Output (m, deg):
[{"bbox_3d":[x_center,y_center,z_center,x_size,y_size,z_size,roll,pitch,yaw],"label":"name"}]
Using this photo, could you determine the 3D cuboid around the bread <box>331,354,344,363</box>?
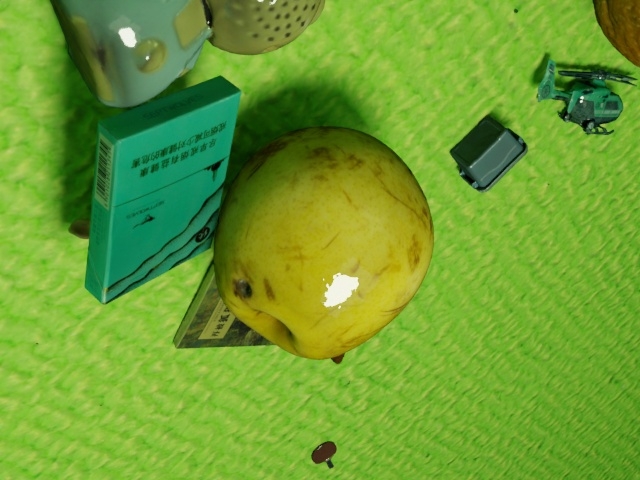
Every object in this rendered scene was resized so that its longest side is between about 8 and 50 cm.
[{"bbox_3d":[0.016,0.147,1.493,0.062,0.043,0.109,-8,132,-36],"label":"bread"}]

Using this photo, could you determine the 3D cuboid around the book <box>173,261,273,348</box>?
[{"bbox_3d":[-0.082,0.089,1.375,0.228,0.024,0.160,3,127,-41],"label":"book"}]

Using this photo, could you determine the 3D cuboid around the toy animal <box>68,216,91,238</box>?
[{"bbox_3d":[-0.209,-0.037,1.117,0.150,0.089,0.083,-41,121,6],"label":"toy animal"}]

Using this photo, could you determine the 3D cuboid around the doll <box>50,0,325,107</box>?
[{"bbox_3d":[-0.119,-0.242,0.921,0.260,0.161,0.177,-26,138,-14],"label":"doll"}]

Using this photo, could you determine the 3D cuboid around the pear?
[{"bbox_3d":[0.000,0.000,1.154,0.280,0.281,0.281,-22,138,-21],"label":"pear"}]

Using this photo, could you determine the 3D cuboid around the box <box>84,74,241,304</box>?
[{"bbox_3d":[-0.168,-0.050,1.017,0.161,0.042,0.226,-29,149,-39],"label":"box"}]

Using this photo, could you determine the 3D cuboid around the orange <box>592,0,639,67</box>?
[{"bbox_3d":[0.508,-0.369,1.197,0.322,0.322,0.357,13,107,-45],"label":"orange"}]

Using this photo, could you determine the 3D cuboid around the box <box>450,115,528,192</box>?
[{"bbox_3d":[0.238,-0.128,1.394,0.099,0.074,0.054,-45,131,5],"label":"box"}]

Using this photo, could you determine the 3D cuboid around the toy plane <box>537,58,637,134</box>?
[{"bbox_3d":[0.395,-0.213,1.447,0.235,0.060,0.096,-3,121,-41],"label":"toy plane"}]

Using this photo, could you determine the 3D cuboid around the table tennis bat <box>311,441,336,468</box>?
[{"bbox_3d":[0.010,0.390,1.749,0.050,0.007,0.083,-33,139,-10],"label":"table tennis bat"}]
